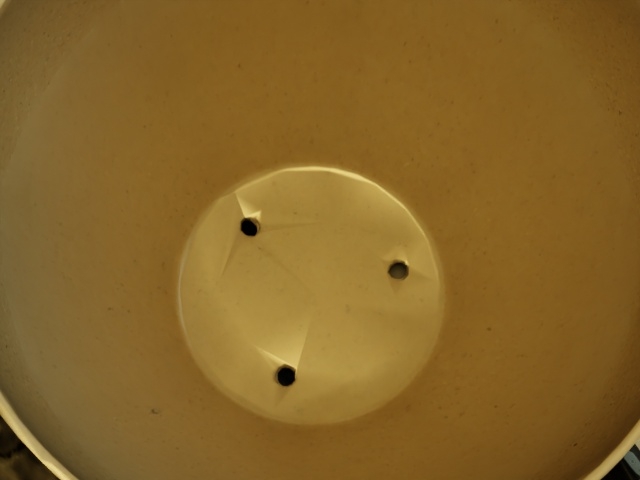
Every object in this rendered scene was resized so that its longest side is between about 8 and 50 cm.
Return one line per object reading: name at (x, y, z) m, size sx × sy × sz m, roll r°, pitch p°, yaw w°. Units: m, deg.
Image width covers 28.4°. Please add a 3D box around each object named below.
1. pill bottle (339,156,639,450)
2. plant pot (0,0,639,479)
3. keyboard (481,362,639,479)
pill bottle at (0.092, 0.017, 0.744) m, size 0.361 × 0.204 × 0.204 m, roll 62°, pitch 22°, yaw 3°
plant pot at (0.000, 0.000, 0.544) m, size 0.191 × 0.284 × 0.284 m, roll 100°, pitch -33°, yaw -75°
keyboard at (0.087, 0.124, 0.628) m, size 0.038 × 0.192 × 0.100 m, roll -29°, pitch 88°, yaw -43°
